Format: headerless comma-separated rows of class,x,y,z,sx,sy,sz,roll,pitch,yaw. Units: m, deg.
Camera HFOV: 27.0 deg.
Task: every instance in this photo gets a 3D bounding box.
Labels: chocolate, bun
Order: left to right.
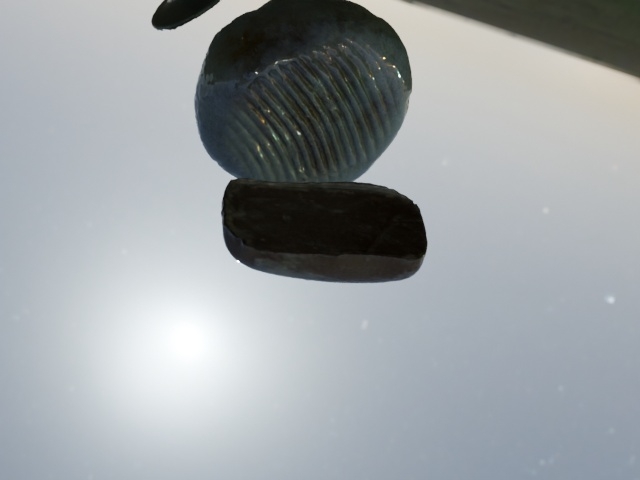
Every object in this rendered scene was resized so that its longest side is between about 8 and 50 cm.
bun,-0.035,-0.242,2.153,0.362,0.362,0.211,11,-147,-33
chocolate,0.000,0.000,1.660,0.254,0.080,0.157,4,-143,-7

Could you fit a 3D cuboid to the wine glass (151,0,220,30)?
wine glass,-0.173,-0.310,1.195,0.231,0.103,0.103,55,173,-28
